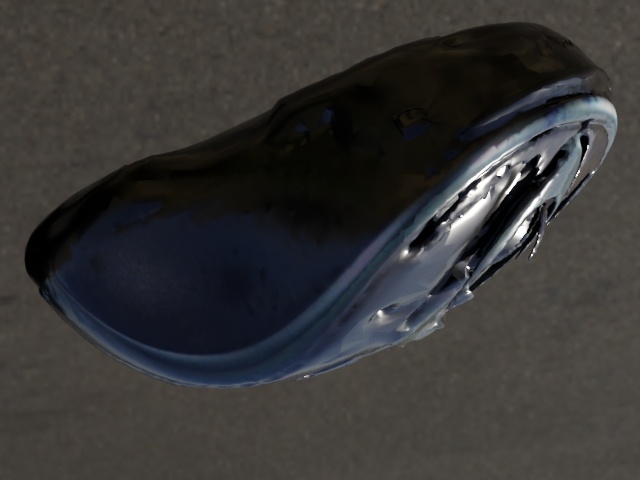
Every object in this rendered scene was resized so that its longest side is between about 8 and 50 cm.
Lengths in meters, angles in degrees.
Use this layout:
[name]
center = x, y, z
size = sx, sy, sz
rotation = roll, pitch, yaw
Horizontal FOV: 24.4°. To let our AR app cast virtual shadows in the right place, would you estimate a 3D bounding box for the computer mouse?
[computer mouse]
center = 0.000, 0.000, 0.538
size = 0.233, 0.096, 0.137
rotation = -20, 179, 35
